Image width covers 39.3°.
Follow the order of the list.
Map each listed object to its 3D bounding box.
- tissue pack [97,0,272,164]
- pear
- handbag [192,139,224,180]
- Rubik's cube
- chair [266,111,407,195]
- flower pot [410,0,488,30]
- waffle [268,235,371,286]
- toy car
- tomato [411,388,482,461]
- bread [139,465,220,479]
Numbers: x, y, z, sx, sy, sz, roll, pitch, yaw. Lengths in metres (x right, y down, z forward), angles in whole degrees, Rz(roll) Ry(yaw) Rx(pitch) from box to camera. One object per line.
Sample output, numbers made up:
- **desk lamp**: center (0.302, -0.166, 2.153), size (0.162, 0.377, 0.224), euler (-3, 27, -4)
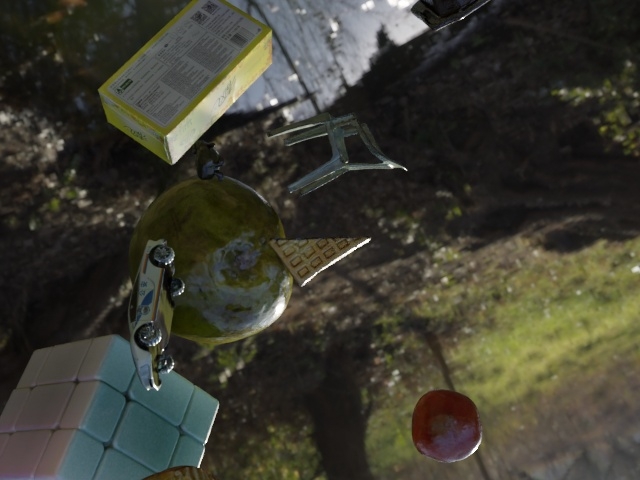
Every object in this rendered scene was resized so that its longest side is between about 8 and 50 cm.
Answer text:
- **tissue pack**: center (-0.140, -0.176, 0.958), size (0.176, 0.095, 0.062), euler (-51, 166, -22)
- **pear**: center (-0.230, 0.045, 1.846), size (0.352, 0.352, 0.413), euler (-16, -173, -28)
- **handbag**: center (-0.220, -0.159, 1.723), size (0.047, 0.111, 0.072), euler (-6, 123, -20)
- **Rubik's cube**: center (-0.460, 0.416, 1.873), size (0.318, 0.316, 0.322), euler (-14, 138, 39)
- **chair**: center (0.046, -0.208, 2.122), size (0.274, 0.190, 0.203), euler (-20, 176, 12)
- **flower pot**: center (0.181, -0.359, 1.129), size (0.179, 0.084, 0.251), euler (-33, -162, 10)
- **waffle**: center (0.000, 0.000, 1.512), size (0.152, 0.097, 0.023), euler (-33, 175, -5)
- **toy car**: center (-0.216, 0.094, 1.155), size (0.056, 0.205, 0.095), euler (2, 148, 3)
- **tomato**: center (0.260, 0.383, 1.858), size (0.155, 0.156, 0.069), euler (-25, 161, 4)
- **bread**: center (-0.162, 0.350, 1.083), size (0.132, 0.114, 0.190), euler (-31, 141, -5)
